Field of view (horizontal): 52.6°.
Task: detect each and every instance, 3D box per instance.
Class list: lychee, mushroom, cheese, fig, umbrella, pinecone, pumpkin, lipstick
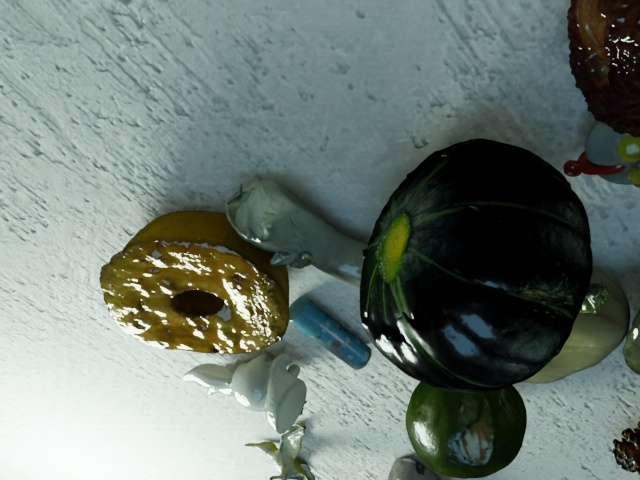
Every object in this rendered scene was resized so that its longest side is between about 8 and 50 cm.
[{"bbox_3d":[0.328,-0.199,0.596,0.188,0.188,0.188,5,133,6],"label":"lychee"},{"bbox_3d":[-0.002,0.001,0.895,0.278,0.099,0.096,27,142,-21],"label":"mushroom"},{"bbox_3d":[0.312,0.115,0.920,0.235,0.117,0.217,6,135,5],"label":"cheese"},{"bbox_3d":[0.240,0.263,1.055,0.196,0.195,0.244,2,97,9],"label":"fig"},{"bbox_3d":[0.267,0.559,1.371,0.337,0.073,0.067,42,158,-26],"label":"umbrella"},{"bbox_3d":[0.564,0.368,1.122,0.102,0.102,0.109,23,136,-11],"label":"pinecone"},{"bbox_3d":[0.194,0.036,0.761,0.296,0.295,0.295,5,133,6],"label":"pumpkin"},{"bbox_3d":[0.016,0.153,1.056,0.048,0.048,0.158,-32,120,33],"label":"lipstick"}]

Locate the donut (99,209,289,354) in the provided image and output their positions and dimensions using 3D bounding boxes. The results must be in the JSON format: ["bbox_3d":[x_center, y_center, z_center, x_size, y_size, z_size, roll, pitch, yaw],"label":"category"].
[{"bbox_3d":[-0.174,0.065,0.968,0.278,0.108,0.277,5,133,5],"label":"donut"}]

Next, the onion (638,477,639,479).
[{"bbox_3d":[0.663,0.333,1.030,0.349,0.159,0.267,5,122,4],"label":"onion"}]

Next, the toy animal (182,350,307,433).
[{"bbox_3d":[-0.130,0.244,1.154,0.221,0.130,0.104,16,174,30],"label":"toy animal"}]

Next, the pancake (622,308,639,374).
[{"bbox_3d":[0.542,0.108,0.873,0.295,0.049,0.294,-10,130,-12],"label":"pancake"}]

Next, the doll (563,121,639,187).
[{"bbox_3d":[0.389,-0.125,0.714,0.245,0.076,0.142,-25,123,24],"label":"doll"}]

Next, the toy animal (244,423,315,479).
[{"bbox_3d":[-0.084,0.453,1.323,0.155,0.095,0.219,5,132,0],"label":"toy animal"}]
